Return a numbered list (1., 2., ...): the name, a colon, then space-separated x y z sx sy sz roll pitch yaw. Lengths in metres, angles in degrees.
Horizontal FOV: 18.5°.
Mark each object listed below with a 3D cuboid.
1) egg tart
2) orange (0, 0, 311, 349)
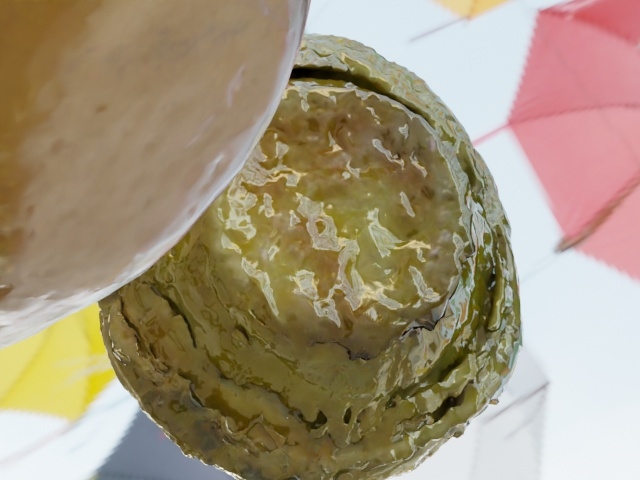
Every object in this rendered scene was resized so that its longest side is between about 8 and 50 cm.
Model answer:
1. egg tart: 0.000 0.000 1.164 0.294 0.294 0.123 52 -25 9
2. orange: -0.128 -0.081 0.532 0.249 0.183 0.249 9 -78 47
